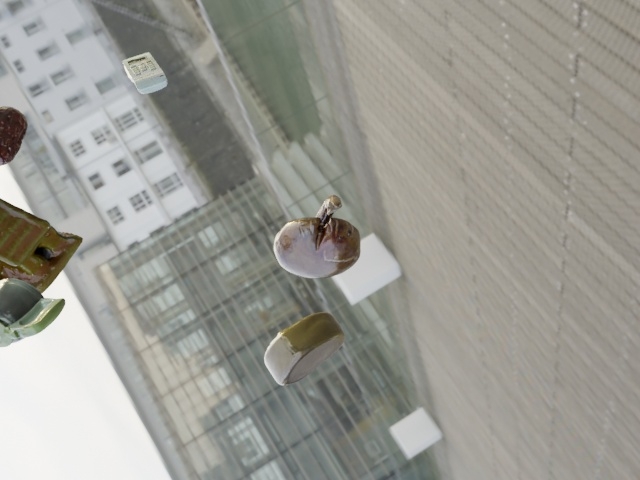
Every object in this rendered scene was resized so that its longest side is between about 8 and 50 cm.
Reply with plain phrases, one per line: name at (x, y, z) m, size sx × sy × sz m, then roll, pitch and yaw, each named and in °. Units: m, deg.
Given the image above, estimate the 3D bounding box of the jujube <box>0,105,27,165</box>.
jujube at (-0.625, -0.204, 1.551) m, size 0.077 × 0.077 × 0.129 m, roll 71°, pitch -156°, yaw -56°

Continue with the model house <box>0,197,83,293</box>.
model house at (-0.727, 0.031, 1.798) m, size 0.173 × 0.268 × 0.239 m, roll 29°, pitch 168°, yaw 22°

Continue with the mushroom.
mushroom at (0.000, 0.001, 1.207) m, size 0.080 × 0.135 × 0.170 m, roll -102°, pitch 22°, yaw -44°

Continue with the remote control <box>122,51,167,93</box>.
remote control at (-0.355, -0.336, 1.588) m, size 0.166 × 0.065 × 0.029 m, roll -129°, pitch 20°, yaw -53°

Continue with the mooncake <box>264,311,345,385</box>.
mooncake at (-0.054, 0.292, 2.175) m, size 0.117 × 0.235 × 0.235 m, roll 53°, pitch 171°, yaw 22°

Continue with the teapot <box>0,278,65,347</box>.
teapot at (-0.463, 0.111, 1.189) m, size 0.092 × 0.124 × 0.091 m, roll 46°, pitch -147°, yaw -19°
